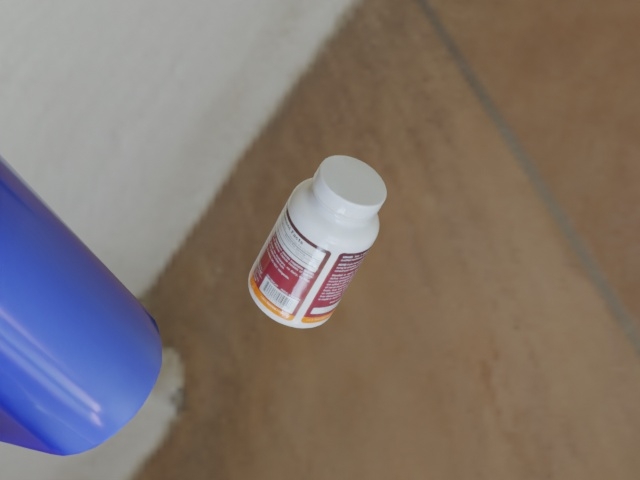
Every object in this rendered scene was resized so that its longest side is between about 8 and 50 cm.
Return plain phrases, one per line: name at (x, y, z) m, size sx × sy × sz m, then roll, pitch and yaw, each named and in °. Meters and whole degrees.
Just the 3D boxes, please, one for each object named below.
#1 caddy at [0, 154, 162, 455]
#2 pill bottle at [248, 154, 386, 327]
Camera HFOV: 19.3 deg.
caddy at (-0.233, 0.056, 0.831) m, size 0.341 × 0.179 × 0.241 m, roll -3°, pitch 49°, yaw 53°
pill bottle at (0.000, 0.000, 1.678) m, size 0.152 × 0.086 × 0.086 m, roll -60°, pitch 44°, yaw 38°
